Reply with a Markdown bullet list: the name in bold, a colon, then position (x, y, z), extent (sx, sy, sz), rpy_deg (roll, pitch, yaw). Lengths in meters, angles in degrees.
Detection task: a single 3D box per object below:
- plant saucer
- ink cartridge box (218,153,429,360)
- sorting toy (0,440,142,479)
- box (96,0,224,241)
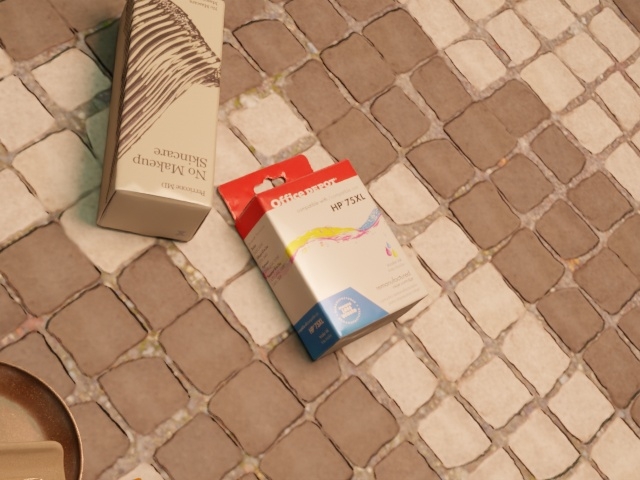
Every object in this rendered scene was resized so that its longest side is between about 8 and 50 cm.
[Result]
- **plant saucer**: position (-0.322, 0.207, 1.042), extent (0.199, 0.036, 0.198), rpy_deg (10, 63, -21)
- **ink cartridge box**: position (0.000, 0.000, 1.264), extent (0.134, 0.078, 0.231), rpy_deg (-24, 77, -32)
- **sorting toy**: position (-0.294, 0.274, 0.956), extent (0.348, 0.047, 0.196), rpy_deg (6, 66, -41)
- **box**: position (-0.174, -0.145, 1.246), extent (0.113, 0.094, 0.275), rpy_deg (10, 62, -20)
